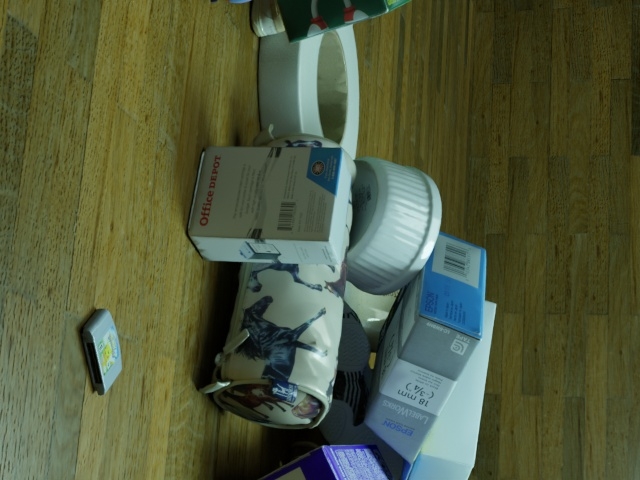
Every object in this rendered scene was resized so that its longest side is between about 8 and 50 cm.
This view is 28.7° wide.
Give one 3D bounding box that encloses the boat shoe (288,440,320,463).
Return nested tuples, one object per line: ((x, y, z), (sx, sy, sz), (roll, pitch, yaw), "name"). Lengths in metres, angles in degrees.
((-0.012, 0.412, 2.071), (0.207, 0.073, 0.073), (73, 21, -47), "boat shoe")

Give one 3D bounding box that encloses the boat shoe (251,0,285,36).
((-0.066, -0.389, 1.885), (0.063, 0.059, 0.170), (37, 54, -71), "boat shoe")

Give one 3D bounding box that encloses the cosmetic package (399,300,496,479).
((0.205, 0.318, 2.141), (0.377, 0.097, 0.284), (-73, 175, -48), "cosmetic package")

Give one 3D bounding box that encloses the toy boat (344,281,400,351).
((0.105, 0.058, 2.307), (0.148, 0.267, 0.318), (-35, -127, 52), "toy boat")

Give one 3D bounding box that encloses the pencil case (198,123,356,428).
((-0.050, 0.048, 1.759), (0.183, 0.160, 0.410), (29, 58, -41), "pencil case")

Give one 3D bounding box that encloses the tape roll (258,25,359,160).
((-0.012, -0.248, 2.067), (0.392, 0.072, 0.392), (0, 90, -74), "tape roll")

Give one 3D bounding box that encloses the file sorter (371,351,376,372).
((0.074, 0.296, 2.307), (0.118, 0.104, 0.170), (75, 19, -65), "file sorter")

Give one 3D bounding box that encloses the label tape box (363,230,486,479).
((0.144, 0.187, 1.932), (0.240, 0.106, 0.333), (-75, -174, -58), "label tape box")

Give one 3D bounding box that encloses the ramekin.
((0.074, -0.030, 1.894), (0.109, 0.207, 0.207), (23, 62, -33), "ramekin")

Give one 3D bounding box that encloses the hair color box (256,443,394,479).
((-0.011, 0.382, 1.827), (0.110, 0.185, 0.339), (64, 9, 16), "hair color box")

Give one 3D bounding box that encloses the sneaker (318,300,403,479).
((0.027, 0.233, 2.096), (0.210, 0.137, 0.365), (-134, -157, -81), "sneaker")

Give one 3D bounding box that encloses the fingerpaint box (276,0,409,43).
((0.028, -0.522, 1.882), (0.445, 0.163, 0.371), (-46, 119, -68), "fingerpaint box")

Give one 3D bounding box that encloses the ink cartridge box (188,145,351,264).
((-0.064, -0.047, 1.649), (0.082, 0.191, 0.139), (65, 30, -60), "ink cartridge box")

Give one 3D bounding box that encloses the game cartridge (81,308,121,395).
((-0.236, 0.119, 1.356), (0.056, 0.017, 0.083), (-69, 155, -61), "game cartridge")

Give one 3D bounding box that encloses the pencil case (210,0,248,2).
((-0.126, -0.412, 1.605), (0.236, 0.104, 0.104), (73, 23, -53), "pencil case")
